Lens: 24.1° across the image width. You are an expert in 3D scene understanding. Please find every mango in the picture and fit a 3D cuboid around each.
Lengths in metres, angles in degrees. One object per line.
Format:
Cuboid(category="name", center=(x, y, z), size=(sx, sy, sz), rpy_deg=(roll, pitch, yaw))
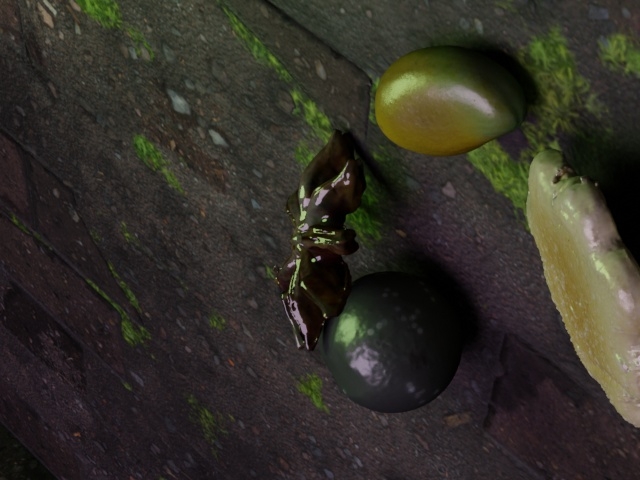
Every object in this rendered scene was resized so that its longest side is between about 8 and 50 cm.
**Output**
Cuboid(category="mango", center=(0.141, -0.150, 1.632), size=(0.194, 0.092, 0.130), rpy_deg=(13, 130, 44))

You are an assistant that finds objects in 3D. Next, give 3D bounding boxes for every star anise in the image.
Cuboid(category="star anise", center=(0.000, 0.000, 1.885), size=(0.088, 0.288, 0.288), rpy_deg=(12, 157, -18))

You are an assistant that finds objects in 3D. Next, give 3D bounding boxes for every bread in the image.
Cuboid(category="bread", center=(0.281, 0.050, 1.551), size=(0.316, 0.054, 0.316), rpy_deg=(158, 90, -87))

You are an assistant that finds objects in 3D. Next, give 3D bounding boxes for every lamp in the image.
Cuboid(category="lamp", center=(0.057, 0.107, 1.969), size=(0.314, 0.182, 0.182), rpy_deg=(34, 148, 53))
